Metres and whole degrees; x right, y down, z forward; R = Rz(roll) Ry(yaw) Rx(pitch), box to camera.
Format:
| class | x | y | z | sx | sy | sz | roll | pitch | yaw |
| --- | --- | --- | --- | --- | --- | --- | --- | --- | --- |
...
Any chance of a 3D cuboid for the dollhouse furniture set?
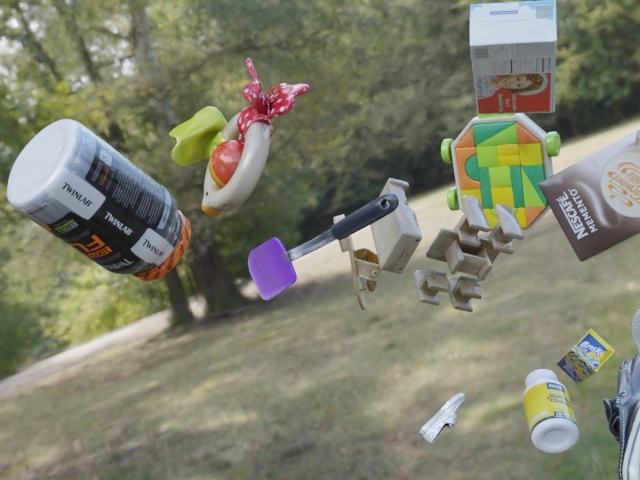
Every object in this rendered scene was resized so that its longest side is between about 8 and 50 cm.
| class | x | y | z | sx | sy | sz | roll | pitch | yaw |
| --- | --- | --- | --- | --- | --- | --- | --- | --- | --- |
| dollhouse furniture set | 0.233 | -0.007 | 1.933 | 0.242 | 0.161 | 0.212 | 13 | -52 | -20 |

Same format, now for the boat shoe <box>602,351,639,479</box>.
| class | x | y | z | sx | sy | sz | roll | pitch | yaw |
| --- | --- | --- | --- | --- | --- | --- | --- | --- | --- |
| boat shoe | 0.704 | 0.399 | 2.148 | 0.156 | 0.187 | 0.500 | -25 | 17 | 34 |

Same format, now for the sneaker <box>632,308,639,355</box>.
| class | x | y | z | sx | sy | sz | roll | pitch | yaw |
| --- | --- | --- | --- | --- | --- | --- | --- | --- | --- |
| sneaker | 0.710 | 0.211 | 2.101 | 0.070 | 0.134 | 0.051 | 12 | -38 | -18 |

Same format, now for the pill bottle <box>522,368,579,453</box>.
| class | x | y | z | sx | sy | sz | roll | pitch | yaw |
| --- | --- | --- | --- | --- | --- | --- | --- | --- | --- |
| pill bottle | 0.506 | 0.374 | 2.192 | 0.103 | 0.103 | 0.184 | -20 | 32 | 13 |

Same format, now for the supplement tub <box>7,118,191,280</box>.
| class | x | y | z | sx | sy | sz | roll | pitch | yaw |
| --- | --- | --- | --- | --- | --- | --- | --- | --- | --- |
| supplement tub | -0.429 | -0.068 | 1.955 | 0.207 | 0.338 | 0.207 | -26 | 45 | 28 |

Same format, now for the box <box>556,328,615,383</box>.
| class | x | y | z | sx | sy | sz | roll | pitch | yaw |
| --- | --- | --- | --- | --- | --- | --- | --- | --- | --- |
| box | 0.472 | 0.210 | 1.769 | 0.054 | 0.059 | 0.169 | -44 | -14 | -9 |

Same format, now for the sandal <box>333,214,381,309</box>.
| class | x | y | z | sx | sy | sz | roll | pitch | yaw |
| --- | --- | --- | --- | --- | --- | --- | --- | --- | --- |
| sandal | 0.096 | 0.045 | 2.057 | 0.079 | 0.240 | 0.088 | -15 | 33 | 7 |

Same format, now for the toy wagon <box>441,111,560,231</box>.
| class | x | y | z | sx | sy | sz | roll | pitch | yaw |
| --- | --- | --- | --- | --- | --- | --- | --- | --- | --- |
| toy wagon | 0.404 | -0.189 | 2.229 | 0.267 | 0.344 | 0.068 | -1 | 19 | 27 |

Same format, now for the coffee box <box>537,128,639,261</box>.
| class | x | y | z | sx | sy | sz | roll | pitch | yaw |
| --- | --- | --- | --- | --- | --- | --- | --- | --- | --- |
| coffee box | 0.475 | -0.083 | 1.489 | 0.246 | 0.141 | 0.098 | -30 | -9 | 18 |

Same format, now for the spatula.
| class | x | y | z | sx | sy | sz | roll | pitch | yaw |
| --- | --- | --- | --- | --- | --- | --- | --- | --- | --- |
| spatula | 0.000 | 0.000 | 1.536 | 0.296 | 0.084 | 0.030 | -30 | -8 | 26 |

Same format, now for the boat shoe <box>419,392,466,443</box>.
| class | x | y | z | sx | sy | sz | roll | pitch | yaw |
| --- | --- | --- | --- | --- | --- | --- | --- | --- | --- |
| boat shoe | 0.210 | 0.296 | 1.636 | 0.100 | 0.035 | 0.035 | -42 | -28 | -11 |

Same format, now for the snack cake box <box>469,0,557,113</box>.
| class | x | y | z | sx | sy | sz | roll | pitch | yaw |
| --- | --- | --- | --- | --- | --- | --- | --- | --- | --- |
| snack cake box | 0.361 | -0.334 | 1.839 | 0.152 | 0.089 | 0.264 | -1 | -21 | 11 |

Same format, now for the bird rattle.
| class | x | y | z | sx | sy | sz | roll | pitch | yaw |
| --- | --- | --- | --- | --- | --- | --- | --- | --- | --- |
| bird rattle | -0.118 | -0.144 | 1.544 | 0.143 | 0.207 | 0.253 | 24 | -31 | -36 |
